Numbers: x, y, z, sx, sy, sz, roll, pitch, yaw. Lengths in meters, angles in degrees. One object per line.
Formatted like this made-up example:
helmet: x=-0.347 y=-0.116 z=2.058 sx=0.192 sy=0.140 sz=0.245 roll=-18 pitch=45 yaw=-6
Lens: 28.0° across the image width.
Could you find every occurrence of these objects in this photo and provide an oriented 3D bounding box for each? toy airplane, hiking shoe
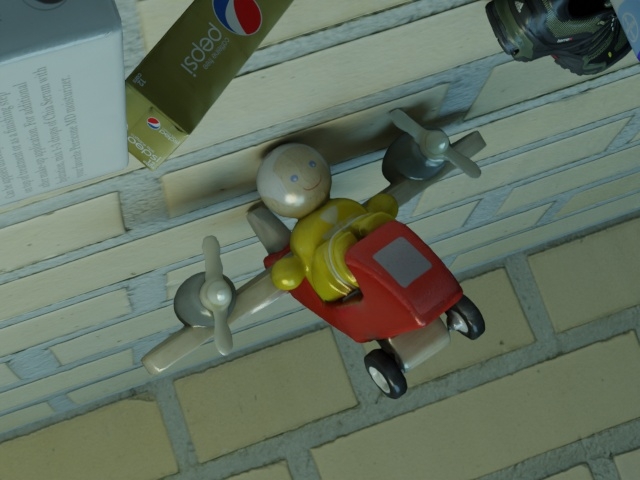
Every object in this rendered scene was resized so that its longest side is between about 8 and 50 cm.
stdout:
toy airplane: x=0.000 y=0.000 z=1.514 sx=0.384 sy=0.272 sz=0.386 roll=-15 pitch=-153 yaw=23
hiking shoe: x=0.272 y=-0.225 z=1.281 sx=0.227 sy=0.086 sz=0.114 roll=-8 pitch=164 yaw=-45

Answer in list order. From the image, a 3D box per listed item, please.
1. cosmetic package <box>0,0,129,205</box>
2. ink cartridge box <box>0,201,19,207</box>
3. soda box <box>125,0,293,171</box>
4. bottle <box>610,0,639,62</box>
cosmetic package: x=-0.348 y=-0.080 z=0.721 sx=0.453 sy=0.161 sz=0.230 roll=-18 pitch=167 yaw=-13
ink cartridge box: x=-0.300 y=-0.071 z=1.058 sx=0.109 sy=0.063 sz=0.150 roll=-16 pitch=167 yaw=-24
soda box: x=-0.087 y=-0.135 z=0.930 sx=0.061 sy=0.058 sz=0.181 roll=-37 pitch=-163 yaw=49
bottle: x=0.186 y=-0.220 z=0.710 sx=0.092 sy=0.282 sz=0.118 roll=-14 pitch=166 yaw=-31
